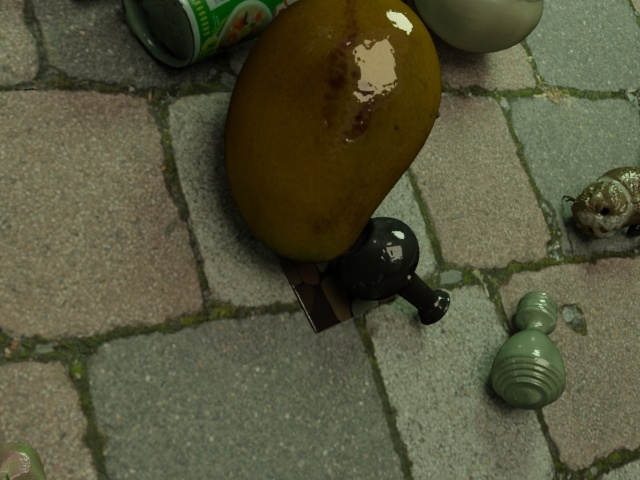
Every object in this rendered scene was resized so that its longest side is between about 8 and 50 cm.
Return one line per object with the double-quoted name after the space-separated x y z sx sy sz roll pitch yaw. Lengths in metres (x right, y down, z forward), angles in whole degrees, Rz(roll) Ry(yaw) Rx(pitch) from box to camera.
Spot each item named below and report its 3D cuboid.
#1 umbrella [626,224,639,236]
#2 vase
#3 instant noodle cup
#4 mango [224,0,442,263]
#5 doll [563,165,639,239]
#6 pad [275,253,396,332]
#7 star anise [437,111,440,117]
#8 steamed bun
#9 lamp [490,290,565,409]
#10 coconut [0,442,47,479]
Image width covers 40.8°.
0.621 -0.093 1.611 0.071 0.071 0.248 37 61 -12 "umbrella"
0.106 0.049 1.181 0.183 0.120 0.120 40 51 -30 "vase"
-0.135 -0.347 1.176 0.233 0.207 0.207 -40 91 -32 "instant noodle cup"
0.010 -0.154 1.131 0.264 0.221 0.378 20 79 -1 "mango"
0.532 -0.074 1.490 0.221 0.105 0.115 -17 52 -19 "doll"
0.000 0.000 1.203 0.158 0.003 0.235 -20 79 -37 "pad"
0.082 -0.242 1.318 0.231 0.089 0.209 45 46 -16 "star anise"
0.257 -0.403 1.466 0.232 0.145 0.232 17 34 -12 "steamed bun"
0.311 0.163 1.265 0.106 0.106 0.193 37 44 -12 "lamp"
-0.310 0.239 0.844 0.081 0.083 0.082 4 42 -42 "coconut"
